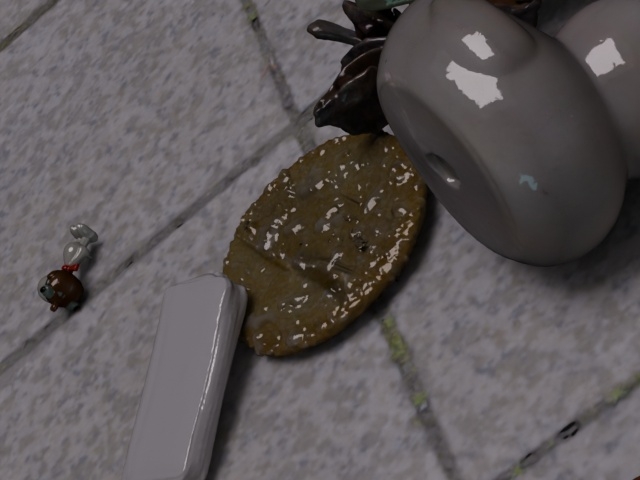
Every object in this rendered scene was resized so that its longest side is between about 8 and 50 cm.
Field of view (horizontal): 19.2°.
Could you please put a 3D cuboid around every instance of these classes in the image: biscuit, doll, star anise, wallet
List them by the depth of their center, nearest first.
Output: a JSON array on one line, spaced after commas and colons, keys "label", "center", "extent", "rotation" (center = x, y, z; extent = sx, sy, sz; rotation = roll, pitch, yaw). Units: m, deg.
[{"label": "doll", "center": [0.170, -0.105, 1.350], "extent": [0.221, 0.221, 0.251], "rotation": [-49, 52, -1]}, {"label": "wallet", "center": [-0.110, 0.115, 1.538], "extent": [0.095, 0.033, 0.190], "rotation": [-10, 59, 45]}, {"label": "biscuit", "center": [0.001, 0.001, 1.550], "extent": [0.220, 0.033, 0.220], "rotation": [-28, 41, 28]}, {"label": "star anise", "center": [0.082, -0.153, 1.554], "extent": [0.209, 0.089, 0.231], "rotation": [-31, 32, 0]}, {"label": "doll", "center": [-0.233, 0.027, 1.761], "extent": [0.085, 0.040, 0.058], "rotation": [-56, 27, -9]}]

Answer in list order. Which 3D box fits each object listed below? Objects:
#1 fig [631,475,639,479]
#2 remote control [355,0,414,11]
[{"label": "fig", "center": [0.223, 0.213, 0.989], "extent": [0.263, 0.224, 0.224], "rotation": [-34, 39, 13]}, {"label": "remote control", "center": [0.172, -0.246, 1.512], "extent": [0.309, 0.038, 0.090], "rotation": [-14, 32, 13]}]
